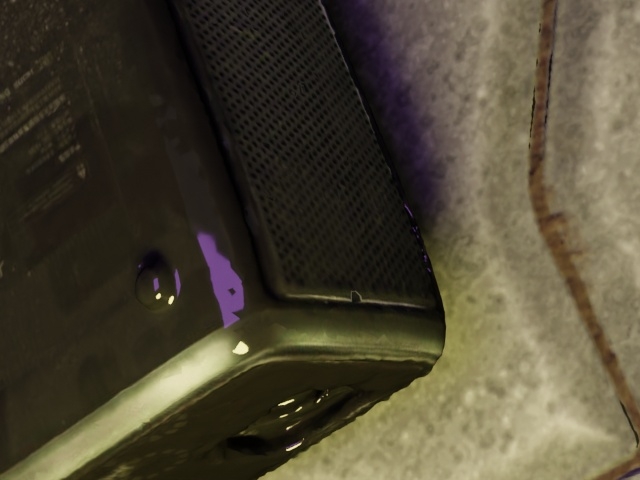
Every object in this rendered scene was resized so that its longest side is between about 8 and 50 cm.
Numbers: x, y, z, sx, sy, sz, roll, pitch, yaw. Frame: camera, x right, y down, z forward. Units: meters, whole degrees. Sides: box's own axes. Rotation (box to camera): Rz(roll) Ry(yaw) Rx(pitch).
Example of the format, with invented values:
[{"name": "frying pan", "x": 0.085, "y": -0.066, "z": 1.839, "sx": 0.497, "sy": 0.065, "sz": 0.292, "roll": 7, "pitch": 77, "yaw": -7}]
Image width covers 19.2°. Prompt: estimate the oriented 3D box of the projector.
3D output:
[{"name": "projector", "x": -0.166, "y": -0.018, "z": 1.345, "sx": 0.395, "sy": 0.242, "sz": 0.405, "roll": -35, "pitch": 65, "yaw": 33}]
